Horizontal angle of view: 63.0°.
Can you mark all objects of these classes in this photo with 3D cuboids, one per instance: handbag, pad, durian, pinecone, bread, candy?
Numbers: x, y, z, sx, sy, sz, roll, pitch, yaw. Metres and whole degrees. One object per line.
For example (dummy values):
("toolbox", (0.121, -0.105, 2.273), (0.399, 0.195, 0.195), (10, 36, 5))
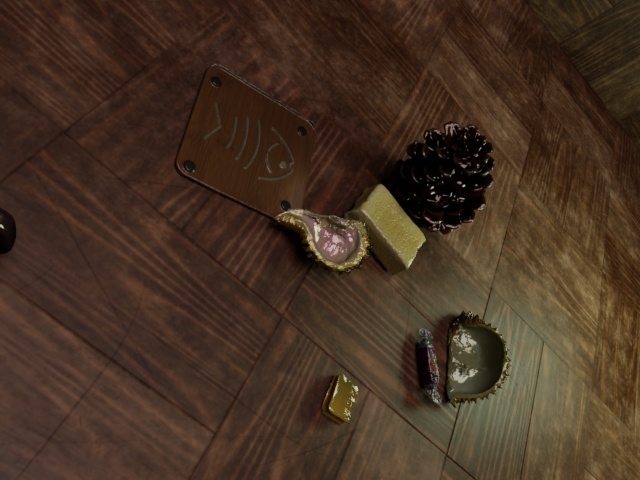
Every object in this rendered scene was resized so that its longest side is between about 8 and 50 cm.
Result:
("handbag", (0.041, 0.307, 1.014), (0.061, 0.027, 0.083), (40, 51, -18))
("pad", (-0.140, -0.199, 1.093), (0.284, 0.018, 0.286), (26, 59, -28))
("durian", (-0.003, -0.003, 1.084), (0.225, 0.078, 0.140), (23, 70, -18))
("durian", (0.372, 0.280, 1.244), (0.139, 0.144, 0.251), (14, 67, -9))
("pinecone", (0.298, -0.152, 1.239), (0.247, 0.292, 0.246), (3, 65, -7))
("bread", (0.152, -0.030, 1.217), (0.188, 0.068, 0.125), (49, 49, -11))
("candy", (0.244, 0.284, 1.177), (0.045, 0.043, 0.174), (15, 59, -32))

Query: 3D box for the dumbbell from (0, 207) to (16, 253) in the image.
("dumbbell", (-0.473, 0.056, 0.636), (0.124, 0.140, 0.225), (17, 60, -21))
